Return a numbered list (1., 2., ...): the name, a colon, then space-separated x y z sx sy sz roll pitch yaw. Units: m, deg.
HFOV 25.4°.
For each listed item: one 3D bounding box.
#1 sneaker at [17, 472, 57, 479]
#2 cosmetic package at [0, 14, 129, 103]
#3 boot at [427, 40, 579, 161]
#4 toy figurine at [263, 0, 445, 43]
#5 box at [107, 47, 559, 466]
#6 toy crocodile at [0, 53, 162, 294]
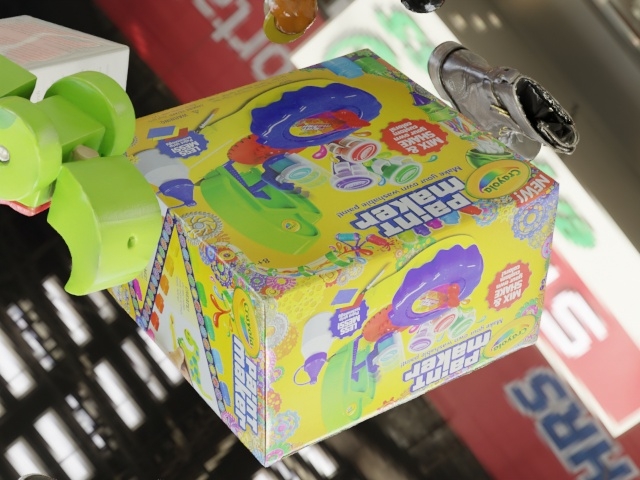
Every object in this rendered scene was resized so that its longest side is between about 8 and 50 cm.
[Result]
1. sneaker: -0.310 0.383 1.934 0.234 0.097 0.084 38 -144 6
2. cosmetic package: -0.523 -0.219 2.170 0.230 0.161 0.453 20 -157 27
3. boot: 0.266 -0.158 1.898 0.263 0.091 0.229 40 177 -36
4. toy figurine: 0.035 -0.279 1.233 0.213 0.209 0.148 -12 -115 -20
5. box: 0.000 0.000 1.225 0.290 0.177 0.279 -21 -138 -28
6. toy crocodile: -0.244 -0.095 0.966 0.340 0.105 0.115 36 -150 12
